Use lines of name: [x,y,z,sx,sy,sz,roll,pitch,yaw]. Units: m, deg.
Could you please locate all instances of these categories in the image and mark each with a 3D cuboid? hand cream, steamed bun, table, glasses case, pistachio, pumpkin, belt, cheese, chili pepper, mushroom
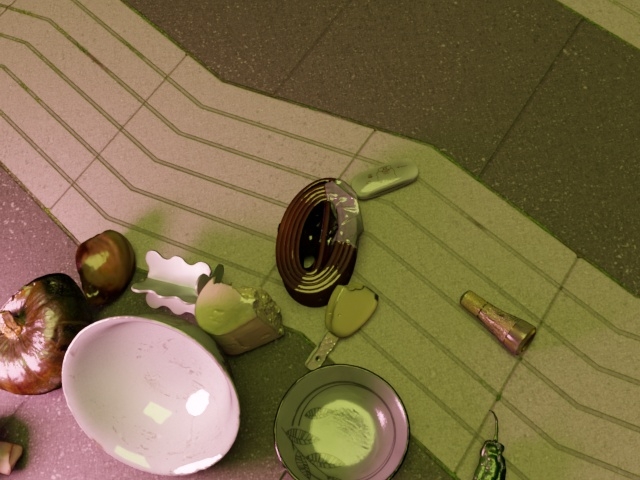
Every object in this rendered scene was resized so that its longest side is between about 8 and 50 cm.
hand cream: [0.434,0.197,1.804,0.203,0.084,0.084,36,73,27]
steamed bun: [-0.206,0.169,1.788,0.200,0.225,0.170,-19,65,-2]
table: [-0.372,0.116,1.876,0.198,0.166,0.167,11,66,19]
glasses case: [0.179,-0.173,2.009,0.193,0.049,0.074,-21,65,-3]
pistachio: [-0.581,0.073,1.932,0.165,0.130,0.210,19,67,-28]
pumpkin: [-0.699,0.253,1.782,0.232,0.242,0.325,42,89,27]
belt: [0.000,0.000,1.907,0.217,0.122,0.339,10,66,11]
cheese: [0.042,0.216,1.821,0.255,0.127,0.050,-55,28,-8]
chili pepper: [0.359,0.537,1.651,0.122,0.065,0.279,36,77,15]
mushroom: [-0.821,0.506,1.730,0.204,0.204,0.204,-2,65,4]

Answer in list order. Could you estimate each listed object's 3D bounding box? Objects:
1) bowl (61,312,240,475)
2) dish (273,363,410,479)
bowl: [-0.365,0.323,1.709,0.434,0.435,0.196,11,25,10]
dish: [0.051,0.454,1.700,0.316,0.106,0.317,-1,64,2]
